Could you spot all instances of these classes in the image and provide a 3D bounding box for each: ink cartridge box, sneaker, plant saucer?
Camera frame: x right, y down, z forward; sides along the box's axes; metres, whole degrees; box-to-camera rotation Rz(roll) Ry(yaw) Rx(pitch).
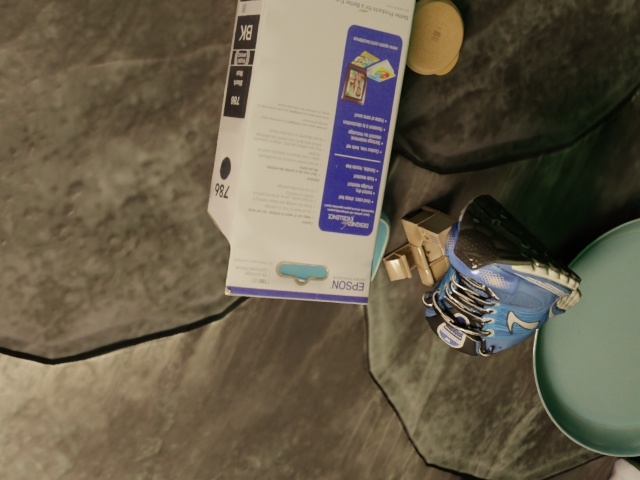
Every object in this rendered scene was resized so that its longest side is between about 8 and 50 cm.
[{"bbox_3d":[-0.010,-0.110,1.011,0.165,0.065,0.332,7,93,-33],"label":"ink cartridge box"},{"bbox_3d":[0.183,0.059,1.123,0.147,0.130,0.330,-46,156,3],"label":"sneaker"},{"bbox_3d":[0.403,0.117,1.348,0.318,0.044,0.317,-4,106,-15],"label":"plant saucer"}]

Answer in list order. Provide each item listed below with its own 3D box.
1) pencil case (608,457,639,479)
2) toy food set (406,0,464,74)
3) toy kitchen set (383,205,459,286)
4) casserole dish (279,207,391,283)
[{"bbox_3d":[0.388,0.427,1.449,0.273,0.113,0.124,-57,149,-1],"label":"pencil case"},{"bbox_3d":[0.114,-0.211,1.103,0.083,0.020,0.082,-1,108,-30],"label":"toy food set"},{"bbox_3d":[0.116,0.021,1.155,0.068,0.075,0.083,-30,115,-18],"label":"toy kitchen set"},{"bbox_3d":[0.000,0.000,1.104,0.188,0.037,0.114,13,100,-35],"label":"casserole dish"}]
